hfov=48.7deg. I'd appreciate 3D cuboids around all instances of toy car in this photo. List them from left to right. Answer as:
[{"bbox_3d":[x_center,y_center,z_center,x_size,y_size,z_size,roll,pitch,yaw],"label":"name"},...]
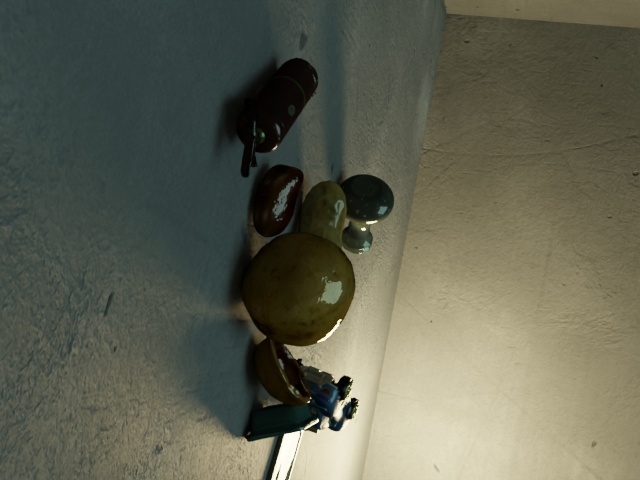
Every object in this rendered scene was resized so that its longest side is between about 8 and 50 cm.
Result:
[{"bbox_3d":[-0.011,0.465,2.009,0.166,0.198,0.314,-60,158,-26],"label":"toy car"}]

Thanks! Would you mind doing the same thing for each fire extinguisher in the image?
[{"bbox_3d":[-0.095,-0.250,1.422,0.341,0.105,0.142,-65,157,-52],"label":"fire extinguisher"}]

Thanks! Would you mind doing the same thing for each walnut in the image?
[{"bbox_3d":[-0.107,0.322,1.719,0.211,0.087,0.167,57,10,-35],"label":"walnut"}]

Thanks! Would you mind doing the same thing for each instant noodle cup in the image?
[{"bbox_3d":[-0.099,0.451,1.789,0.179,0.157,0.070,24,53,-74],"label":"instant noodle cup"}]

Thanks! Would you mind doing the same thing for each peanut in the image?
[{"bbox_3d":[0.000,0.000,1.852,0.147,0.147,0.319,3,99,-74],"label":"peanut"}]

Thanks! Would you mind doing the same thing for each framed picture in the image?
[{"bbox_3d":[-0.114,0.670,2.074,0.213,0.016,0.289,70,33,-60],"label":"framed picture"}]

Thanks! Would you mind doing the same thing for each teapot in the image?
[{"bbox_3d":[0.131,-0.079,2.237,0.251,0.183,0.184,98,12,-48],"label":"teapot"}]

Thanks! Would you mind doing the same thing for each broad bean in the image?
[{"bbox_3d":[-0.096,-0.086,1.557,0.114,0.084,0.165,11,93,-46],"label":"broad bean"}]

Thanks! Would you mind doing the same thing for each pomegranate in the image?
[{"bbox_3d":[-0.045,0.109,1.572,0.260,0.260,0.261,10,90,-74],"label":"pomegranate"}]
